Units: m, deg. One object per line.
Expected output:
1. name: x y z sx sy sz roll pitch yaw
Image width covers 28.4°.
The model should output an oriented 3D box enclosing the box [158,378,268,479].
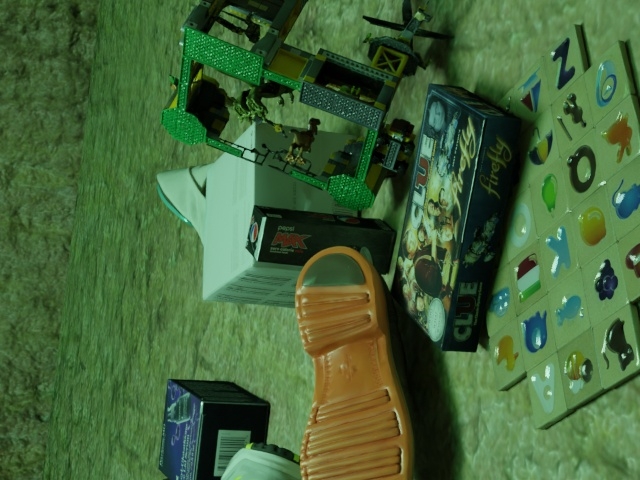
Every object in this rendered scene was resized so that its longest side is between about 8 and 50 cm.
1. box: -0.167 0.302 1.931 0.207 0.108 0.153 -173 89 -68

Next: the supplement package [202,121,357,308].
1. supplement package: -0.055 -0.026 1.678 0.203 0.149 0.194 146 127 -63

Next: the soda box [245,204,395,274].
1. soda box: 0.000 0.000 1.505 0.053 0.169 0.060 -137 56 -64

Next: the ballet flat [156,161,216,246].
1. ballet flat: -0.144 -0.046 1.977 0.400 0.139 0.139 -128 48 -55

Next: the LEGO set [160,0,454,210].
1. LEGO set: -0.019 -0.205 1.490 0.255 0.331 0.192 91 -160 -53

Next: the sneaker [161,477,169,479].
1. sneaker: -0.237 0.482 1.991 0.084 0.097 0.235 -156 47 -70

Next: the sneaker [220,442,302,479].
1. sneaker: -0.133 0.429 1.717 0.147 0.145 0.385 -70 4 -47

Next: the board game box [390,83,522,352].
1. board game box: 0.136 -0.027 1.313 0.165 0.042 0.243 -130 47 -67

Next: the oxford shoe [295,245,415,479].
1. oxford shoe: 0.058 0.192 1.393 0.130 0.133 0.364 -11 67 23

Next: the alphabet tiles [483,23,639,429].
1. alphabet tiles: 0.220 -0.013 1.171 0.285 0.011 0.342 131 140 -55
